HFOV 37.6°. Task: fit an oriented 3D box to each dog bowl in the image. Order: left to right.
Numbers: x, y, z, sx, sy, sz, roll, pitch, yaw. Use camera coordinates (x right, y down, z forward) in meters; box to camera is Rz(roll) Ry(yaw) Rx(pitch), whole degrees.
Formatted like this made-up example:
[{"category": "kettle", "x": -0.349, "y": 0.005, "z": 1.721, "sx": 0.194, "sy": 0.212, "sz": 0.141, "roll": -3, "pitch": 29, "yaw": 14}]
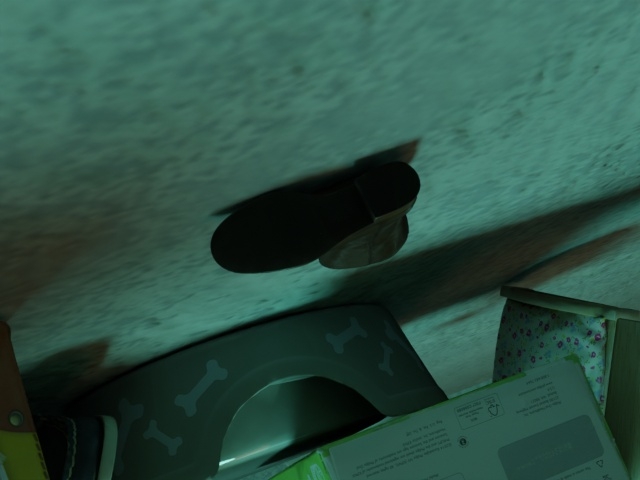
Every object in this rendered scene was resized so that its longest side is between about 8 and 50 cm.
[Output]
[{"category": "dog bowl", "x": -0.066, "y": 0.158, "z": 0.824, "sx": 0.348, "sy": 0.102, "sz": 0.349, "roll": -19, "pitch": 166, "yaw": -5}]

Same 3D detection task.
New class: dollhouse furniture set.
[{"category": "dollhouse furniture set", "x": 0.199, "y": 0.093, "z": 0.844, "sx": 0.173, "sy": 0.303, "sz": 0.355, "roll": 8, "pitch": 180, "yaw": -38}]

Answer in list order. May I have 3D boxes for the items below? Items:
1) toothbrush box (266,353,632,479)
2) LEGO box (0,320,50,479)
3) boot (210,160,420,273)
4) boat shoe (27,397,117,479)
[{"category": "toothbrush box", "x": 0.081, "y": 0.203, "z": 0.747, "sx": 0.206, "sy": 0.122, "sz": 0.283, "roll": -16, "pitch": 166, "yaw": -18}, {"category": "LEGO box", "x": -0.253, "y": 0.344, "z": 0.453, "sx": 0.372, "sy": 0.500, "sz": 0.193, "roll": -32, "pitch": 162, "yaw": 37}, {"category": "boot", "x": 0.000, "y": 0.000, "z": 0.485, "sx": 0.106, "sy": 0.037, "sz": 0.114, "roll": -17, "pitch": 170, "yaw": -4}, {"category": "boat shoe", "x": -0.210, "y": 0.162, "z": 0.662, "sx": 0.079, "sy": 0.095, "sz": 0.254, "roll": 23, "pitch": 158, "yaw": -24}]
